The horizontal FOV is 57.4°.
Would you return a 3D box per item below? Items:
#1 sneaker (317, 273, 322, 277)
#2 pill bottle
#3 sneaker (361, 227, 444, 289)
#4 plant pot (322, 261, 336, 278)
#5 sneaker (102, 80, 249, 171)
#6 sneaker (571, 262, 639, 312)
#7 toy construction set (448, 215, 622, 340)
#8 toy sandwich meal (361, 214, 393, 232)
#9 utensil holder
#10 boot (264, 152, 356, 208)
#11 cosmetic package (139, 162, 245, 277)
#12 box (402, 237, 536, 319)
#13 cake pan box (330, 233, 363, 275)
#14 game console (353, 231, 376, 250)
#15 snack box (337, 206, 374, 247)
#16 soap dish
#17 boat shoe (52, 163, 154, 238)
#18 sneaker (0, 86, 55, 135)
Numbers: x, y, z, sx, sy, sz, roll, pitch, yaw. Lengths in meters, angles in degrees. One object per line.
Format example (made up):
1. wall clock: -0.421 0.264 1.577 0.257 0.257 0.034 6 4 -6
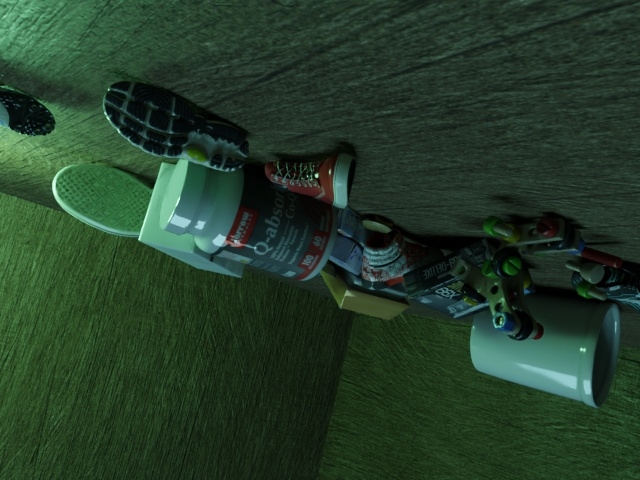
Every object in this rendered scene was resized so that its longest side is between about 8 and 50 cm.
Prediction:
1. sneaker: -0.015 0.105 2.369 0.232 0.082 0.090 13 177 13
2. pill bottle: -0.160 -0.051 1.321 0.362 0.210 0.210 18 169 -26
3. sneaker: 0.228 0.028 1.571 0.270 0.145 0.090 -17 -148 -24
4. plant pot: -0.048 0.040 1.735 0.236 0.032 0.236 33 177 2
5. sneaker: -0.259 -0.188 1.033 0.275 0.107 0.110 23 176 -41
6. sneaker: 0.710 0.108 1.333 0.267 0.101 0.106 8 166 30
7. toy construction set: 0.425 0.049 1.232 0.308 0.258 0.237 -6 -163 -21
8. toy sandwich meal: 0.146 -0.043 1.485 0.085 0.029 0.085 18 169 4
9. utensil holder: 0.727 0.329 1.903 0.385 0.328 0.327 8 168 38
10. boot: -0.025 -0.124 1.110 0.176 0.089 0.244 15 174 0
11. cosmetic package: -0.312 -0.041 1.589 0.156 0.217 0.385 11 171 15
12. box: 0.401 0.113 1.560 0.242 0.077 0.307 -27 149 28
13. cake pan box: 0.000 0.000 1.612 0.245 0.070 0.267 26 176 14
14. game console: 0.147 0.026 1.693 0.143 0.085 0.124 8 169 27
15. snack box: 0.091 -0.032 1.504 0.022 0.064 0.178 11 170 32
16. soap dish: 0.123 0.125 1.852 0.228 0.118 0.291 17 -159 -25
17. boat shoe: -0.540 -0.089 1.735 0.500 0.187 0.156 15 166 -38
18. sneaker: -0.658 -0.276 1.177 0.237 0.085 0.086 16 -163 -30
